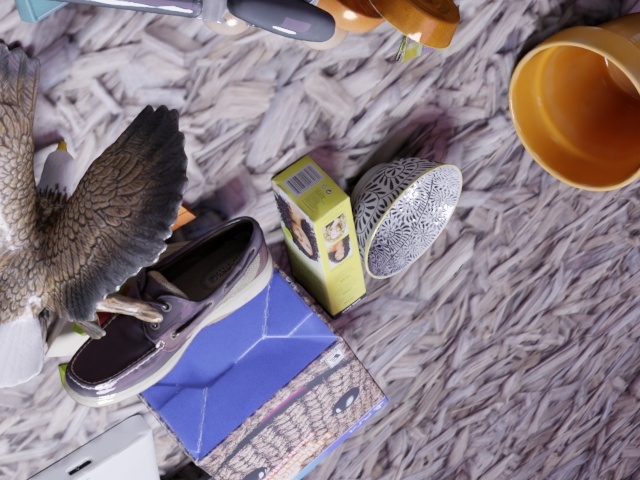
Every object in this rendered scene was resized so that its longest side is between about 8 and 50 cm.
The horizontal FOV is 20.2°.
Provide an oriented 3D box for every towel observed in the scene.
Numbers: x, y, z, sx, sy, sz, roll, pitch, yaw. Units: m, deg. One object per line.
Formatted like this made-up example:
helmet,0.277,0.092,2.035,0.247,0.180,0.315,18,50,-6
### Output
towel,0.124,-0.235,2.070,0.083,0.009,0.060,-20,144,-35

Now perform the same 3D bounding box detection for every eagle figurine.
eagle figurine,-0.261,-0.023,1.703,0.226,0.225,0.298,-18,155,-21

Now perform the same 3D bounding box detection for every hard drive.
hard drive,-0.298,0.365,2.331,0.203,0.040,0.307,-31,149,-21

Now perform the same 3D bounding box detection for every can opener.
can opener,-0.120,-0.232,1.590,0.280,0.093,0.074,6,104,-21

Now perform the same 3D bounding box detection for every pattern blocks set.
pattern blocks set,-0.223,0.068,2.032,0.325,0.026,0.285,-17,143,-40

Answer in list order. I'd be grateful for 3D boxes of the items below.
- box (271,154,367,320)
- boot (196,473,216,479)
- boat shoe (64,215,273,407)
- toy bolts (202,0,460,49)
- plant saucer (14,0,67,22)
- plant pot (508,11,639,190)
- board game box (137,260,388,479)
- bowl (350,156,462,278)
box,0.000,0.000,2.159,0.058,0.087,0.232,-36,150,-14
boot,-0.129,0.364,2.465,0.208,0.076,0.189,-46,144,-36
boat shoe,-0.170,0.070,1.973,0.285,0.103,0.092,-36,145,-23
toy bolts,-0.002,-0.231,1.744,0.228,0.218,0.158,15,126,-37
plant saucer,-0.193,-0.263,1.624,0.192,0.018,0.067,-35,151,-15
plant pot,0.373,-0.194,2.270,0.188,0.205,0.205,-39,156,-42
board game box,-0.069,0.191,2.249,0.232,0.141,0.291,-41,156,-3
bowl,0.088,-0.043,2.205,0.170,0.080,0.170,-38,151,-26
